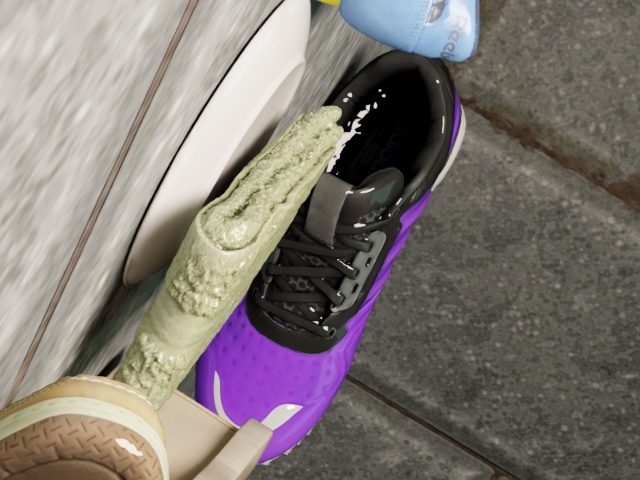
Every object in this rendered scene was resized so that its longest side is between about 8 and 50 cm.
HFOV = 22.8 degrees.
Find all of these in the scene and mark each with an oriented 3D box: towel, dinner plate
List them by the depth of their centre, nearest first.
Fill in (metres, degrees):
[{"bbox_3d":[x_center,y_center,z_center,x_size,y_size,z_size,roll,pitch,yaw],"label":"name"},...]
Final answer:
[{"bbox_3d":[-0.037,-0.038,0.646,0.141,0.017,0.141,-57,177,-5],"label":"dinner plate"},{"bbox_3d":[-0.039,0.007,0.648,0.110,0.027,0.148,-58,179,30],"label":"towel"}]

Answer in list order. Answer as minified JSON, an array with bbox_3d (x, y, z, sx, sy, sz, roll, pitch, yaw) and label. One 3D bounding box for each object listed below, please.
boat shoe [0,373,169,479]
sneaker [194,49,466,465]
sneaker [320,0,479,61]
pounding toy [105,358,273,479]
[{"bbox_3d":[-0.098,0.087,0.518,0.190,0.068,0.072,-48,-162,44],"label":"boat shoe"},{"bbox_3d":[-0.001,-0.001,1.001,0.293,0.102,0.146,-63,174,-9],"label":"sneaker"},{"bbox_3d":[0.074,-0.154,0.708,0.209,0.082,0.069,-59,176,-36],"label":"sneaker"},{"bbox_3d":[-0.096,0.203,0.739,0.269,0.155,0.154,-59,173,1],"label":"pounding toy"}]
